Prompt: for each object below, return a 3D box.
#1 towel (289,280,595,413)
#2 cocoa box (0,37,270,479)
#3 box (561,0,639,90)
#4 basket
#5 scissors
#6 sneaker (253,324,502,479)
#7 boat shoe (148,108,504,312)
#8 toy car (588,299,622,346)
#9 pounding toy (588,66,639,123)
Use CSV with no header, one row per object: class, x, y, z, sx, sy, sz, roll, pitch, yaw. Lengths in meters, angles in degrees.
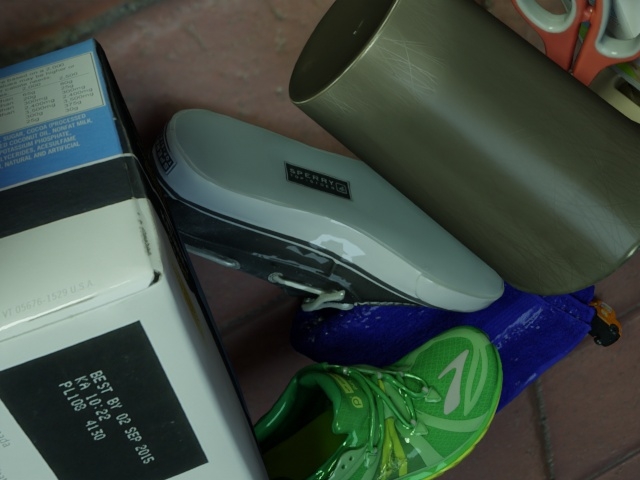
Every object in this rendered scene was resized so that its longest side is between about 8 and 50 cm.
towel,0.137,0.079,0.937,0.227,0.076,0.308,-47,136,11
cocoa box,-0.173,0.099,0.590,0.231,0.228,0.347,-20,134,-6
box,0.238,-0.217,0.712,0.103,0.114,0.203,-39,136,7
basket,0.104,-0.086,0.680,0.227,0.204,0.154,34,97,-23
scissors,0.202,-0.120,0.746,0.297,0.109,0.021,68,39,-60
sneaker,0.040,0.156,0.805,0.296,0.109,0.123,-29,138,-21
boat shoe,0.000,0.003,0.741,0.306,0.113,0.105,17,133,-28
toy car,0.322,0.062,1.054,0.040,0.060,0.122,-45,155,-39
pounding toy,0.325,-0.058,0.855,0.094,0.181,0.206,-41,137,6
